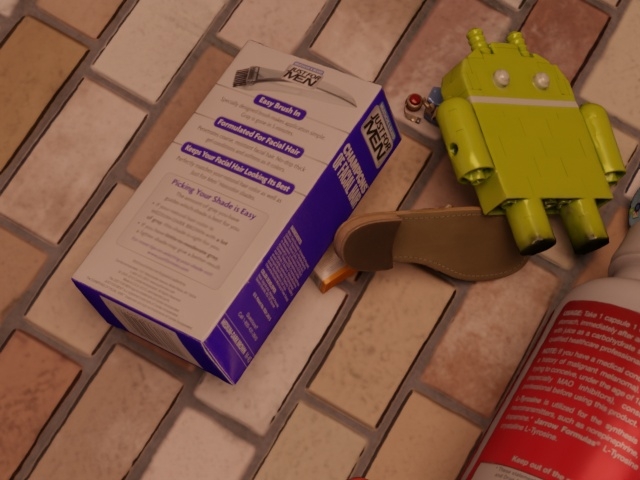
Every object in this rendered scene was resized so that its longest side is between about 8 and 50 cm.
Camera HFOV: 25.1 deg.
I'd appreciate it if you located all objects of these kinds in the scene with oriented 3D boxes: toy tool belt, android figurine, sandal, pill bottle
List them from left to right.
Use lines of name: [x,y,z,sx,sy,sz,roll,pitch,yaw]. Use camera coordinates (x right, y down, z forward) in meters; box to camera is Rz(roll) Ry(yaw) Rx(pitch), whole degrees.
sandal: [0.115,-0.012,1.574,0.240,0.088,0.079,1,27,-27]
toy tool belt: [0.139,-0.154,1.642,0.083,0.051,0.052,24,70,4]
android figurine: [0.230,-0.114,1.597,0.248,0.056,0.273,1,65,-35]
pill bottle: [0.299,0.188,1.443,0.229,0.229,0.407,31,71,5]

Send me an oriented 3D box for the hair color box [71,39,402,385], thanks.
hair color box: [-0.083,-0.036,1.520,0.185,0.110,0.339,23,70,30]

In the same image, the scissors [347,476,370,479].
scissors: [0.031,0.389,1.456,0.109,0.021,0.297,-4,70,-9]

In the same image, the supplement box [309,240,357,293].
supplement box: [0.000,0.000,1.582,0.062,0.036,0.098,-33,77,-14]

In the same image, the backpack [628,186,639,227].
backpack: [0.440,-0.029,1.595,0.173,0.117,0.158,39,71,11]
